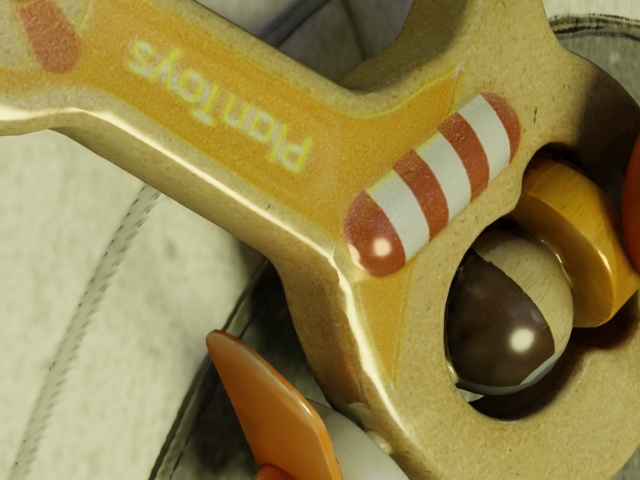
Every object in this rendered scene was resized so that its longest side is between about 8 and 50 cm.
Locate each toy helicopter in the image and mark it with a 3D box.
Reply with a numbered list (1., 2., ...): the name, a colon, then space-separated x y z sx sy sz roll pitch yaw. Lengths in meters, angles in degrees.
1. toy helicopter: 0.000 0.000 0.402 0.355 0.140 0.235 28 82 -35
